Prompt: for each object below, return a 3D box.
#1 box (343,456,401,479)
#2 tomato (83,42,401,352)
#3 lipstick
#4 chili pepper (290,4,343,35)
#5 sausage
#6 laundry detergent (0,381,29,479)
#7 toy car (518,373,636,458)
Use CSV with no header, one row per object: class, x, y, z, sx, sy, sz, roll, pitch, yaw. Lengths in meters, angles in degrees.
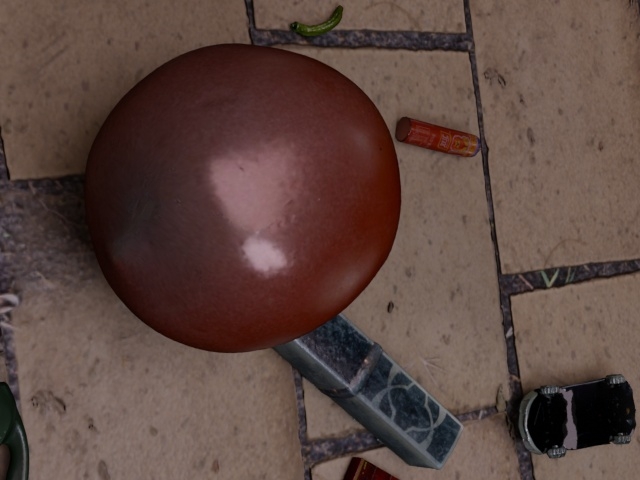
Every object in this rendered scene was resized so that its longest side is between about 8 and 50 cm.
box,0.065,0.303,1.381,0.082,0.023,0.051,34,67,-24
tomato,-0.089,-0.043,1.158,0.321,0.321,0.322,4,83,-31
lipstick,0.050,0.166,1.357,0.289,0.076,0.077,43,63,-23
chili pepper,-0.001,-0.269,1.406,0.083,0.017,0.030,-19,93,-31
sausage,0.159,-0.131,1.479,0.129,0.034,0.034,11,79,-29
laundry detergent,-0.349,0.248,1.115,0.137,0.063,0.211,-5,88,-38
toy car,0.345,0.236,1.538,0.204,0.056,0.095,-4,87,-28
